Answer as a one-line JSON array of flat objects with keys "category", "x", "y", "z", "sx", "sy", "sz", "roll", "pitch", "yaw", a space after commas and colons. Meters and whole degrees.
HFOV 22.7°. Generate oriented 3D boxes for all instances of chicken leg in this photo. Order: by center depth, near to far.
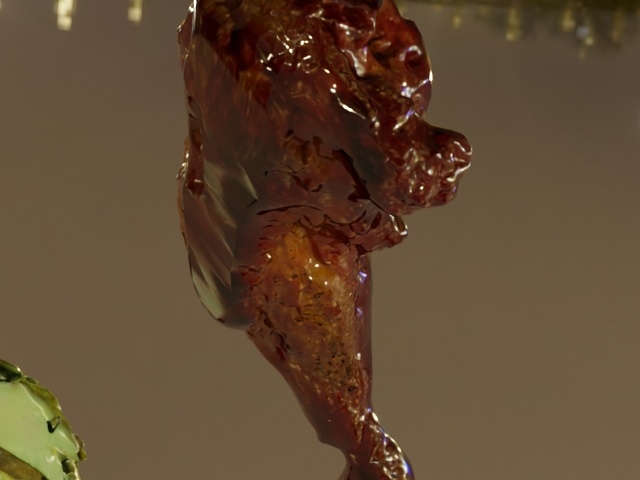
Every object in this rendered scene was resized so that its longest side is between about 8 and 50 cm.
[{"category": "chicken leg", "x": -0.004, "y": -0.005, "z": 0.393, "sx": 0.048, "sy": 0.219, "sz": 0.089, "roll": -28, "pitch": -122, "yaw": -23}]

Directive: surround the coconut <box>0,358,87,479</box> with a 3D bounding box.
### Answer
[{"category": "coconut", "x": -0.146, "y": 0.095, "z": 0.599, "sx": 0.158, "sy": 0.133, "sz": 0.055, "roll": 51, "pitch": -159, "yaw": 11}]
